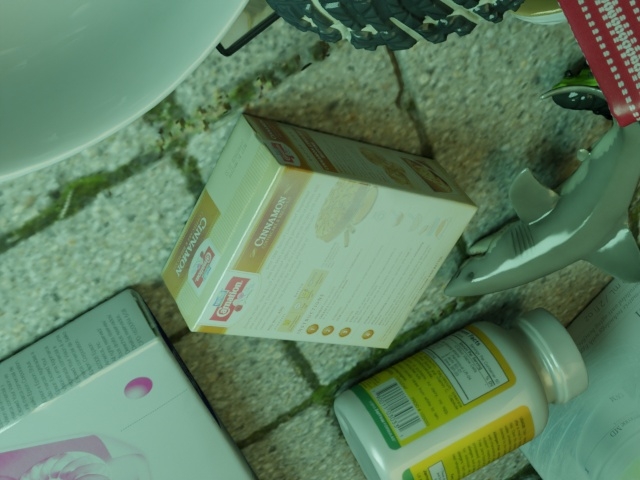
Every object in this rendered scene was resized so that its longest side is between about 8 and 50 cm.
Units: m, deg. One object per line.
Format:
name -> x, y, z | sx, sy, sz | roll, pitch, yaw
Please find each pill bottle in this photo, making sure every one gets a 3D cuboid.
pill bottle -> 0.128, 0.144, 0.971 | 0.208, 0.117, 0.117 | -27, 137, -10

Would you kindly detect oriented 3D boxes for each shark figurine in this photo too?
shark figurine -> 0.221, -0.025, 0.842 | 0.166, 0.116, 0.278 | -17, 155, -25

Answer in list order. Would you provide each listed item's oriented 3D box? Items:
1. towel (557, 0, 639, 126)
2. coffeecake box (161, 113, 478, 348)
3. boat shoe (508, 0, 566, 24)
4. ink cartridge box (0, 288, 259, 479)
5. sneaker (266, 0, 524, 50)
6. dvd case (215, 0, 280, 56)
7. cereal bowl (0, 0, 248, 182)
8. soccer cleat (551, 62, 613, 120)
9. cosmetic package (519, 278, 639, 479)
towel -> 0.260, -0.212, 0.633 | 0.275, 0.199, 0.031 | -27, 174, 26
coffeecake box -> 0.000, 0.000, 0.794 | 0.185, 0.068, 0.142 | 9, 122, -39
boat shoe -> 0.250, -0.213, 0.733 | 0.277, 0.098, 0.096 | -25, 158, 10
ink cartridge box -> -0.219, 0.230, 0.860 | 0.330, 0.071, 0.324 | -31, 138, -7
sneaker -> 0.097, -0.201, 0.632 | 0.283, 0.122, 0.110 | -15, 162, 7
dvd case -> 0.000, -0.239, 0.615 | 0.253, 0.022, 0.180 | -37, 138, 1
cereal bowl -> -0.178, -0.193, 0.445 | 0.339, 0.141, 0.339 | -15, 132, -18
soccer cleat -> 0.260, -0.109, 0.864 | 0.179, 0.060, 0.072 | -10, 103, -28
cosmetic package -> 0.328, 0.177, 1.052 | 0.138, 0.224, 0.224 | 26, 110, -45
